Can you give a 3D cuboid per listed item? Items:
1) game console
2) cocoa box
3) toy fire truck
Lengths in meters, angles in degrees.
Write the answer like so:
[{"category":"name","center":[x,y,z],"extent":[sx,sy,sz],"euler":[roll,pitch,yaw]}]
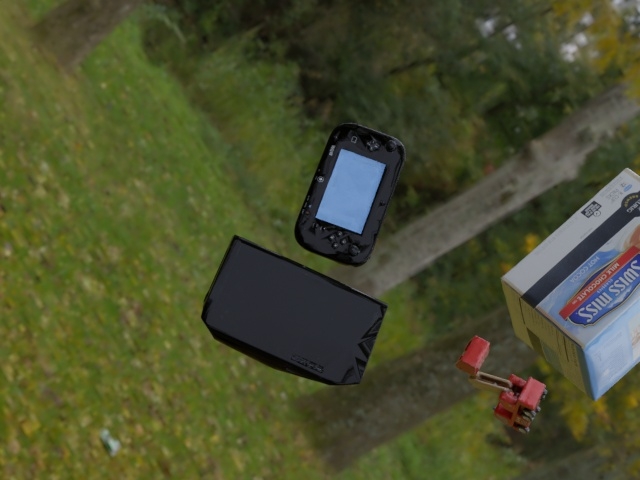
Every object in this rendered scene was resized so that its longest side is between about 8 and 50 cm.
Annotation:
[{"category":"game console","center":[0.000,0.000,1.536],"extent":[0.213,0.361,0.044],"euler":[24,-28,-7]},{"category":"cocoa box","center":[0.558,0.086,2.333],"extent":[0.228,0.347,0.231],"euler":[43,-12,35]},{"category":"toy fire truck","center":[0.271,0.222,1.842],"extent":[0.135,0.047,0.192],"euler":[27,-21,14]}]
